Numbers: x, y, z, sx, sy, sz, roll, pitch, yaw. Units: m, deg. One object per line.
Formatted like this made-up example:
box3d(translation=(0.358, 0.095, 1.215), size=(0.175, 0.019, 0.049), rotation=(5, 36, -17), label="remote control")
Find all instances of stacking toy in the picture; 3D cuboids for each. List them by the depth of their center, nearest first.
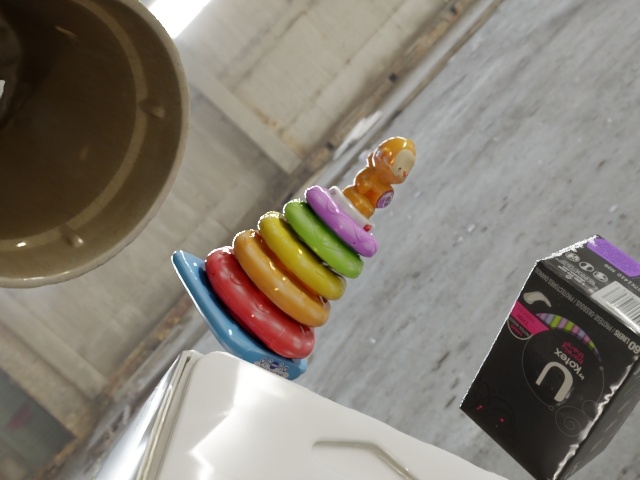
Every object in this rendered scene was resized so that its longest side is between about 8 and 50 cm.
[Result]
box3d(translation=(0.000, 0.000, 0.939), size=(0.302, 0.166, 0.175), rotation=(-45, -34, 8), label="stacking toy")

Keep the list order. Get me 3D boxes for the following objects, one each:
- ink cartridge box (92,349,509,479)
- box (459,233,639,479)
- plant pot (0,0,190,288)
box3d(translation=(-0.048, 0.211, 0.453), size=(0.283, 0.207, 0.117), rotation=(-53, 17, 39), label="ink cartridge box")
box3d(translation=(0.319, 0.154, 1.051), size=(0.143, 0.165, 0.271), rotation=(-18, -42, -40), label="box")
box3d(translation=(-0.373, -0.159, 0.938), size=(0.305, 0.334, 0.334), rotation=(29, 70, 37), label="plant pot")
